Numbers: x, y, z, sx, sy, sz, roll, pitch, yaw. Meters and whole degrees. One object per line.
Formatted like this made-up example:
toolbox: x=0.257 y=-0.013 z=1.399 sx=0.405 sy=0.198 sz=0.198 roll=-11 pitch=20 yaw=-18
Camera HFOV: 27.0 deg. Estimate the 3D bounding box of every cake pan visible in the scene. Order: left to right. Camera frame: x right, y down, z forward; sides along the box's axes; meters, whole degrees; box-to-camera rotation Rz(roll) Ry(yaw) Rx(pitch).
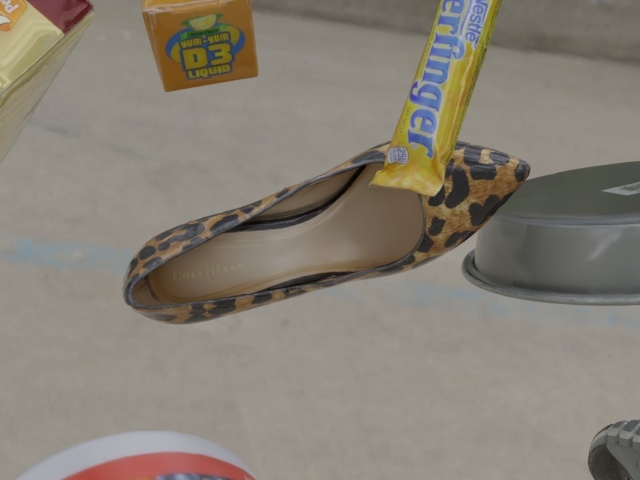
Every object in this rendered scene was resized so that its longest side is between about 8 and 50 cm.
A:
cake pan: x=0.251 y=-0.015 z=1.022 sx=0.293 sy=0.054 sz=0.293 roll=-7 pitch=12 yaw=1

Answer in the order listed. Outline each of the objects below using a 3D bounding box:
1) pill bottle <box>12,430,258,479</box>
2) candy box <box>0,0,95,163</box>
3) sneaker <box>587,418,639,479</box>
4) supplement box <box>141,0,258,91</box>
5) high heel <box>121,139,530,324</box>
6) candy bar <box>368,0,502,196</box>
pill bottle: x=-0.026 y=0.149 z=0.348 sx=0.108 sy=0.108 sz=0.193 roll=-4 pitch=34 yaw=-29
candy box: x=-0.269 y=-0.082 z=0.743 sx=0.183 sy=0.316 sz=0.087 roll=42 pitch=51 yaw=-6
sneaker: x=0.269 y=0.215 z=1.048 sx=0.086 sy=0.132 sz=0.228 roll=37 pitch=-22 yaw=-16
supplement box: x=-0.102 y=-0.211 z=1.028 sx=0.078 sy=0.080 sz=0.233 roll=-9 pitch=40 yaw=-4
high heel: x=0.000 y=0.000 z=0.894 sx=0.261 sy=0.093 sz=0.186 roll=-15 pitch=7 yaw=31
candy bar: x=0.064 y=-0.095 z=0.642 sx=0.040 sy=0.161 sz=0.018 roll=7 pitch=-17 yaw=41
